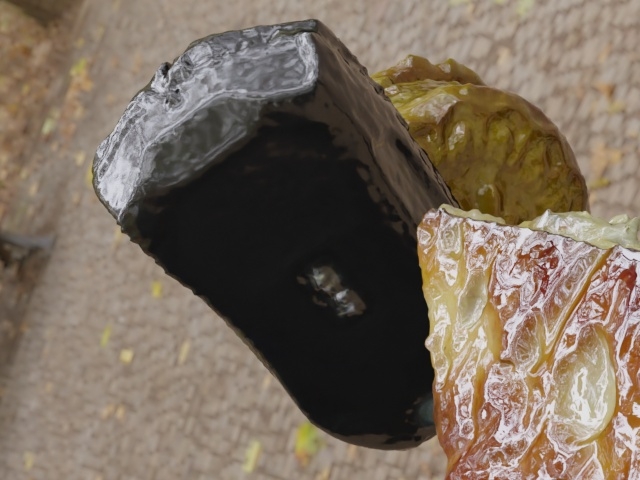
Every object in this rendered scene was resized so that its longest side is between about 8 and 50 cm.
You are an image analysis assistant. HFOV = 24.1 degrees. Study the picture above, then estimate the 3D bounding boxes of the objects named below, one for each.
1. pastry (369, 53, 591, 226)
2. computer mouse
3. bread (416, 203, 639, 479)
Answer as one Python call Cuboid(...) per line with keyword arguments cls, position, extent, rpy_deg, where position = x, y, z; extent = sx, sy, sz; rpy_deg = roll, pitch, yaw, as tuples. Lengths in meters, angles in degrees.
Cuboid(cls="pastry", position=(0.055, -0.002, 0.810), extent=(0.103, 0.189, 0.188), rpy_deg=(33, 100, 60))
Cuboid(cls="computer mouse", position=(0.000, 0.000, 0.653), extent=(0.122, 0.217, 0.073), rpy_deg=(-33, 31, 10))
Cuboid(cls="bread", position=(0.080, 0.041, 0.323), extent=(0.136, 0.054, 0.154), rpy_deg=(-38, 56, 50))
